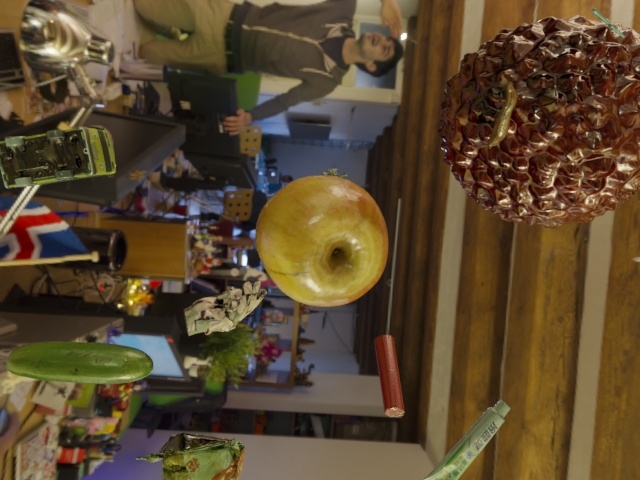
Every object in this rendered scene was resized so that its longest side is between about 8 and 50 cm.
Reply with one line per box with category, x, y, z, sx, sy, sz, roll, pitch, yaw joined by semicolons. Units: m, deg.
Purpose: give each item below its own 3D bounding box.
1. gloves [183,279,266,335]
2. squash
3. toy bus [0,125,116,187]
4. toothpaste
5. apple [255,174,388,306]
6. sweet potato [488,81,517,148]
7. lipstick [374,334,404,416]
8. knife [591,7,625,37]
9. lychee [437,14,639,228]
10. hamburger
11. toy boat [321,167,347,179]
gloves;-0.234;0.174;1.137;0.127;0.212;0.111;138;-61;-66
squash;-0.498;0.251;0.925;0.082;0.292;0.082;-176;-90;-85
toy bus;-0.447;-0.143;0.771;0.101;0.175;0.088;-41;124;-76
toothpaste;0.386;0.537;1.168;0.297;0.075;0.048;-48;-176;-2
apple;0.000;0.000;0.939;0.233;0.286;0.286;-137;-132;-59
sweet potato;0.287;-0.191;0.700;0.115;0.026;0.026;94;-1;-45
lipstick;0.231;0.449;1.516;0.280;0.073;0.073;-91;-175;-46
knife;0.424;-0.318;0.659;0.005;0.091;0.014;-51;-138;36
lychee;0.488;-0.223;0.917;0.424;0.500;0.425;-159;-90;-87
hamburger;-0.305;0.523;1.054;0.214;0.235;0.125;-46;-133;48
toy boat;0.033;-0.167;1.145;0.083;0.038;0.038;11;-80;45
